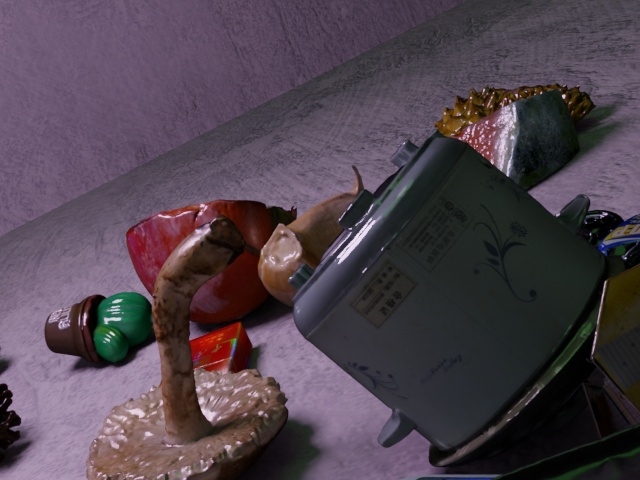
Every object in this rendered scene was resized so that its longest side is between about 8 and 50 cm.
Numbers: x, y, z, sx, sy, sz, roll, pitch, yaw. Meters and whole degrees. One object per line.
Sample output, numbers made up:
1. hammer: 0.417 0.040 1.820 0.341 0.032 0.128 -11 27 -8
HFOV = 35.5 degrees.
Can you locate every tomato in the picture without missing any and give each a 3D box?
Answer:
1. tomato: -0.167 0.048 1.573 0.309 0.170 0.309 -8 -16 -2

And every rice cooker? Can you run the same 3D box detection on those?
1. rice cooker: 0.138 0.063 0.958 0.316 0.317 0.264 -24 -2 -3

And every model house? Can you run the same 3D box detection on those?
1. model house: 0.325 0.112 0.833 0.219 0.207 0.136 -29 -18 -16

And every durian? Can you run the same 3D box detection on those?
1. durian: 0.326 -0.225 1.838 0.191 0.112 0.341 -34 22 -36

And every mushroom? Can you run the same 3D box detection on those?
1. mushroom: -0.152 0.140 1.123 0.233 0.302 0.208 -2 -10 19

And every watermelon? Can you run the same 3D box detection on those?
1. watermelon: 0.280 -0.147 1.699 0.193 0.140 0.256 -27 8 -39

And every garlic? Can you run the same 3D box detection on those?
1. garlic: 0.004 0.010 1.458 0.145 0.164 0.245 8 31 27

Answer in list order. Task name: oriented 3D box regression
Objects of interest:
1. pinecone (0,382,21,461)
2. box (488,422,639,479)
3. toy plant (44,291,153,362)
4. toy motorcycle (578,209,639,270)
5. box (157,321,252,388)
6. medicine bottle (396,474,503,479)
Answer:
1. pinecone: -0.506 0.256 1.423 0.165 0.163 0.163 13 34 27
2. box: 0.198 0.250 0.457 0.251 0.204 0.345 -22 17 4
3. toy plant: -0.345 0.143 1.631 0.200 0.105 0.143 -7 31 9
4. toy motorcycle: 0.403 0.010 1.073 0.315 0.113 0.169 -5 35 26
5. box: -0.158 0.180 1.362 0.112 0.048 0.175 -21 18 7
6. medicine bottle: 0.104 0.241 0.802 0.229 0.083 0.121 -9 21 35
